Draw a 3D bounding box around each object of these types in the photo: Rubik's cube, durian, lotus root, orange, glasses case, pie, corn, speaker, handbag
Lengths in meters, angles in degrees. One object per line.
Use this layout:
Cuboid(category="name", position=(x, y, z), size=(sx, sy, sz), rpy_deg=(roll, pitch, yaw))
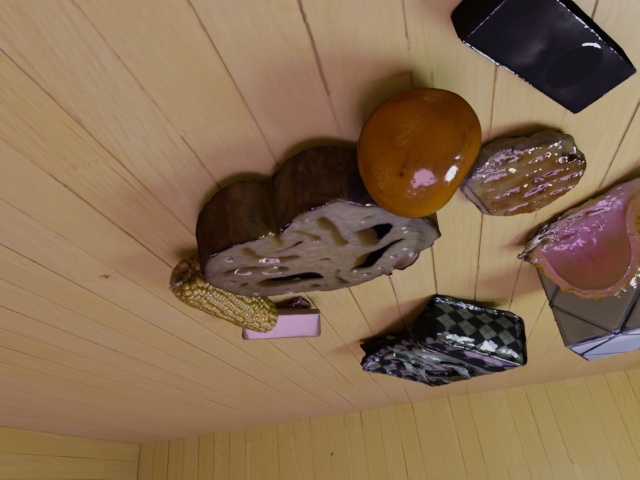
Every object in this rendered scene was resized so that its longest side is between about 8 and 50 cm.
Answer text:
Cuboid(category="Rubik's cube", position=(0.641, 0.135, 1.012), size=(0.207, 0.205, 0.205), rpy_deg=(-25, 145, 31))
Cuboid(category="durian", position=(0.571, -0.013, 0.860), size=(0.195, 0.185, 0.305), rpy_deg=(-14, 150, -38))
Cuboid(category="lotus root", position=(0.000, 0.000, 0.754), size=(0.390, 0.111, 0.375), rpy_deg=(-17, 151, 12))
Cuboid(category="orange", position=(0.114, -0.108, 0.547), size=(0.136, 0.159, 0.159), rpy_deg=(35, 150, 11))
Cuboid(category="glasses case", position=(-0.096, 0.176, 1.088), size=(0.193, 0.070, 0.102), rpy_deg=(-2, 122, -4))
Cuboid(category="pie", position=(0.313, -0.100, 0.700), size=(0.195, 0.046, 0.195), rpy_deg=(-4, 151, -2))
Cuboid(category="corn", position=(-0.185, 0.109, 0.907), size=(0.101, 0.101, 0.310), rpy_deg=(-19, 151, 20))
Cuboid(category="speaker", position=(0.248, -0.213, 0.492), size=(0.218, 0.044, 0.082), rpy_deg=(14, 144, -33))
Cuboid(category="handbag", position=(0.328, 0.313, 1.312), size=(0.316, 0.180, 0.416), rpy_deg=(14, 150, -17))
